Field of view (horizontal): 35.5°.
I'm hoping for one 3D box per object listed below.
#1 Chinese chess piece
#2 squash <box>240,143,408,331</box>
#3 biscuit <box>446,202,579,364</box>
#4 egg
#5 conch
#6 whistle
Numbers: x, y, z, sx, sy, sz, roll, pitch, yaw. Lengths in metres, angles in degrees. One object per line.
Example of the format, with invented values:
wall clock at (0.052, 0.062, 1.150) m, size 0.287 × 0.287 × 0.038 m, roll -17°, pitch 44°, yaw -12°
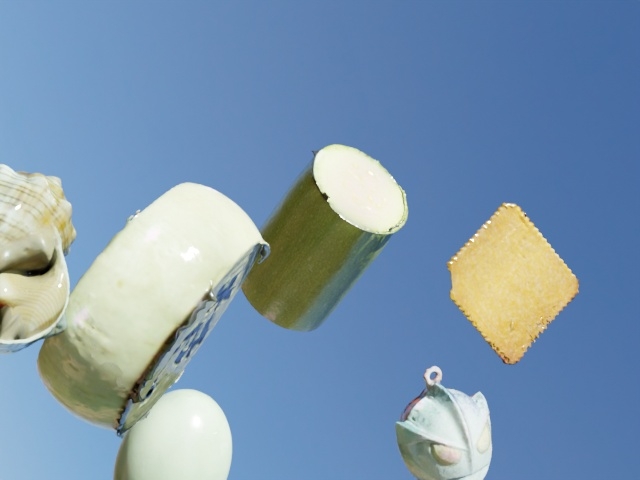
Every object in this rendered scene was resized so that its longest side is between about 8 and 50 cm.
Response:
Chinese chess piece at (-0.217, 0.090, 1.329) m, size 0.146 × 0.349 × 0.349 m, roll 37°, pitch -36°, yaw 3°
squash at (0.000, 0.000, 2.300) m, size 0.263 × 0.263 × 0.384 m, roll 57°, pitch -49°, yaw 24°
biscuit at (0.357, 0.079, 1.880) m, size 0.237 × 0.232 × 0.013 m, roll 49°, pitch -17°, yaw -10°
egg at (-0.267, 0.404, 1.803) m, size 0.203 × 0.202 × 0.283 m, roll 29°, pitch -77°, yaw 50°
conch at (-0.373, 0.045, 1.129) m, size 0.203 × 0.386 × 0.169 m, roll 32°, pitch -41°, yaw -13°
whistle at (0.195, 0.350, 1.471) m, size 0.133 × 0.142 × 0.346 m, roll -3°, pitch -77°, yaw 43°
